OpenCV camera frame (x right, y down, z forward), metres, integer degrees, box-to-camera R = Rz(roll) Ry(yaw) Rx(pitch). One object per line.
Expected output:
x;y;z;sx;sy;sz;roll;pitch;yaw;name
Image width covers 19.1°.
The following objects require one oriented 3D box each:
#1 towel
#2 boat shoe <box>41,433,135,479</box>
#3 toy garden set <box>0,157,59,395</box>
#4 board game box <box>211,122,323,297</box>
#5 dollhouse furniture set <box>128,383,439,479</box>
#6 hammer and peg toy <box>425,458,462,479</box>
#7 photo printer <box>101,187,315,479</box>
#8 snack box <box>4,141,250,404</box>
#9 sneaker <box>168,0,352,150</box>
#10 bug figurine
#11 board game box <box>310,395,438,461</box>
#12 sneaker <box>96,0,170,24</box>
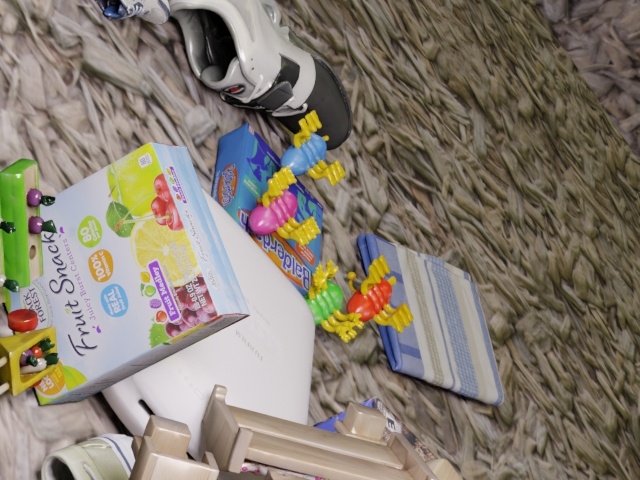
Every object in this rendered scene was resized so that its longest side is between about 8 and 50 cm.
0.150;0.109;2.558;0.285;0.034;0.209;22;48;-53;towel
-0.163;0.313;1.658;0.094;0.109;0.302;-4;60;-45;boat shoe
-0.285;0.065;1.598;0.244;0.049;0.204;-44;139;-60;toy garden set
-0.064;-0.015;2.236;0.160;0.047;0.210;47;29;-31;board game box
-0.065;0.247;1.709;0.303;0.174;0.355;17;9;-15;dollhouse furniture set
0.102;0.421;1.780;0.266;0.127;0.361;54;46;-27;hammer and peg toy
-0.114;0.117;1.925;0.256;0.107;0.307;49;27;-28;photo printer
-0.190;0.033;1.736;0.070;0.207;0.174;3;61;-63;snack box
-0.087;-0.208;2.337;0.330;0.122;0.146;50;45;-28;sneaker
0.000;0.000;2.201;0.216;0.072;0.279;-36;103;-59;bug figurine
0.082;0.356;2.030;0.291;0.141;0.232;46;29;-32;board game box
-0.228;-0.275;2.187;0.135;0.052;0.058;28;51;-41;sneaker
